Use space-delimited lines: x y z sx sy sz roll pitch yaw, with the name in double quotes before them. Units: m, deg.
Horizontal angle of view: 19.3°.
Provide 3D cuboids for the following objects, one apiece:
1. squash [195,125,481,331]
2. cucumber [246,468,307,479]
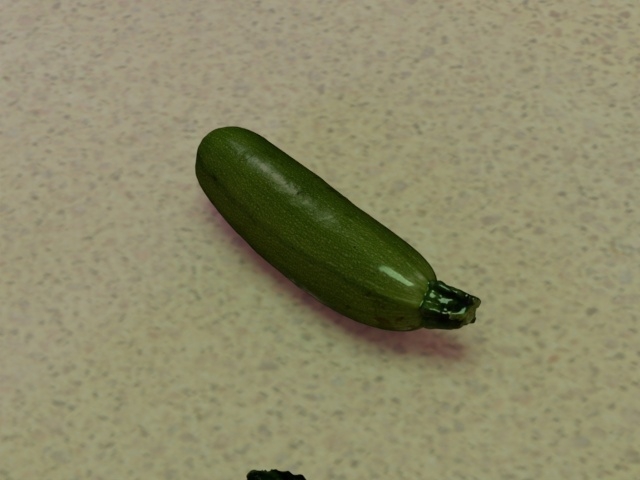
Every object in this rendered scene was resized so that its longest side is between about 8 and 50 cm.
"squash" 0.000 0.000 1.226 0.066 0.066 0.252 -31 48 -26
"cucumber" 0.012 0.219 0.981 0.072 0.072 0.300 -14 44 -10
